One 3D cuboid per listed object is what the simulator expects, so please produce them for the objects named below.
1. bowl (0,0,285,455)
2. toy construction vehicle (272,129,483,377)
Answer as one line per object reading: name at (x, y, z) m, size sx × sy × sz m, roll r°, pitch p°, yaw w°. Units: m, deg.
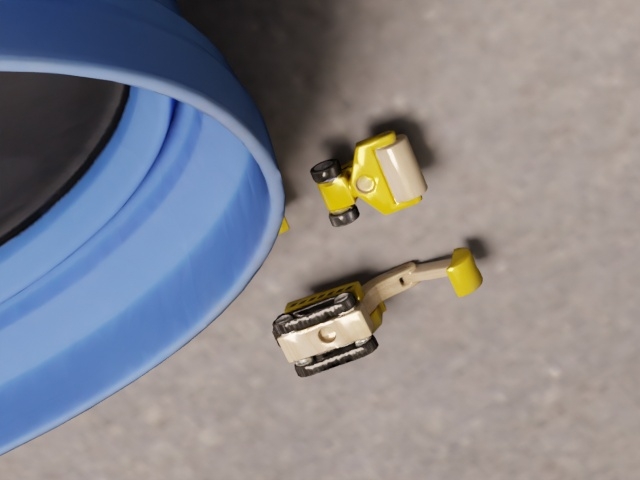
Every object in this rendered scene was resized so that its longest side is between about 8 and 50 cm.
bowl at (-0.205, 0.015, 0.586) m, size 0.391 × 0.077 × 0.391 m, roll -19°, pitch 162°, yaw -6°
toy construction vehicle at (0.000, 0.000, 0.721) m, size 0.098 × 0.035 × 0.086 m, roll -22°, pitch 109°, yaw 16°
